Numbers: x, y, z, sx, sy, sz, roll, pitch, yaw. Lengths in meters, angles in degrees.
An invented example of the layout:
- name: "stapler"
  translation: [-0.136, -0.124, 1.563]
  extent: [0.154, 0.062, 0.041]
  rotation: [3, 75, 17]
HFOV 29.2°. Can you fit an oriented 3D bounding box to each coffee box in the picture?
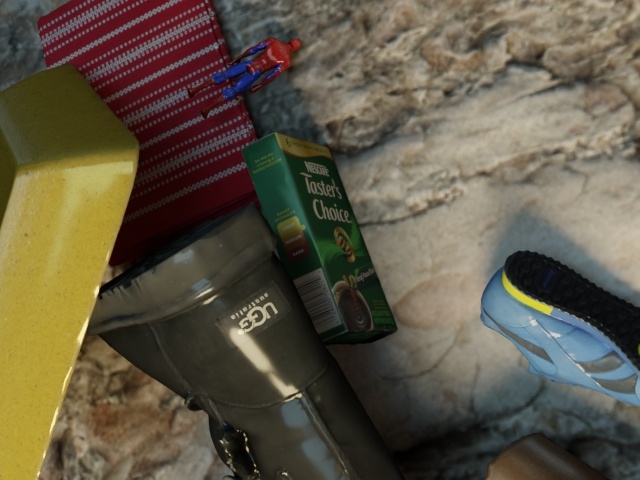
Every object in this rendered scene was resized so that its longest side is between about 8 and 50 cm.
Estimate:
- name: "coffee box"
  translation: [0.000, 0.000, 1.066]
  extent: [0.040, 0.113, 0.184]
  rotation: [-26, 75, 22]

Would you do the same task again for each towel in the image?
- name: "towel"
  translation: [-0.165, -0.131, 1.194]
  extent: [0.199, 0.031, 0.275]
  rotation: [-23, 77, 22]

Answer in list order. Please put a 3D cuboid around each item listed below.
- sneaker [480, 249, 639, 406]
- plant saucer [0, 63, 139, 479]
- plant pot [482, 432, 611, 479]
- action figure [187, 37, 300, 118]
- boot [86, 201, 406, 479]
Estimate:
- name: "sneaker"
  translation: [0.224, 0.092, 0.993]
  extent: [0.209, 0.069, 0.082]
  rotation: [32, 133, 14]
- name: "plant saucer"
  translation: [-0.277, 0.020, 1.090]
  extent: [0.333, 0.081, 0.333]
  rotation: [43, 115, 61]
- name: "plant pot"
  translation: [0.193, 0.245, 0.943]
  extent: [0.165, 0.167, 0.167]
  rotation: [39, 102, 29]
- name: "action figure"
  translation: [-0.067, -0.155, 1.130]
  extent: [0.115, 0.030, 0.038]
  rotation: [-33, 86, -11]
- name: "boot"
  translation: [-0.024, 0.203, 1.031]
  extent: [0.146, 0.367, 0.445]
  rotation: [-34, 96, -15]
